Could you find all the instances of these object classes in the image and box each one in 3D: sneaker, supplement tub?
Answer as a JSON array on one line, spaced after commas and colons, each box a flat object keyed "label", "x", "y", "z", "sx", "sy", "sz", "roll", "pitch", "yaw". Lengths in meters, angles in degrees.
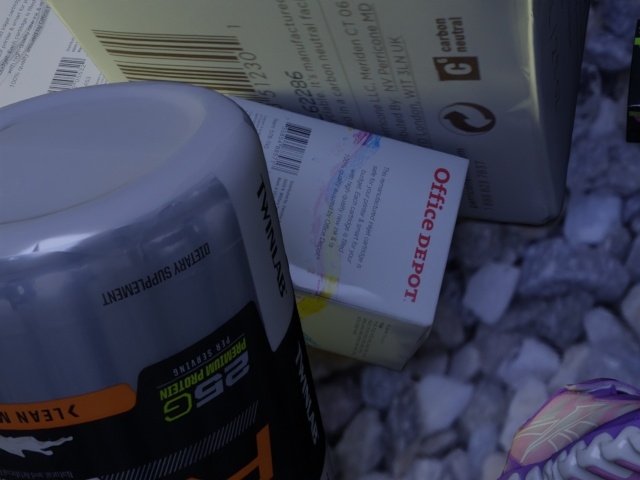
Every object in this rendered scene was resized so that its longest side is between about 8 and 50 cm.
[{"label": "sneaker", "x": 0.173, "y": 0.119, "z": 0.502, "sx": 0.095, "sy": 0.236, "sz": 0.104, "roll": 32, "pitch": 55, "yaw": -5}, {"label": "supplement tub", "x": -0.099, "y": 0.089, "z": 0.482, "sx": 0.194, "sy": 0.315, "sz": 0.193, "roll": -9, "pitch": 31, "yaw": 5}]

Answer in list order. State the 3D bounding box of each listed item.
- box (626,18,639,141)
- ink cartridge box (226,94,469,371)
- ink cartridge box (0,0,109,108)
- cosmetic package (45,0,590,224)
[{"label": "box", "x": 0.272, "y": -0.123, "z": 0.674, "sx": 0.062, "sy": 0.052, "sz": 0.083, "roll": 6, "pitch": 67, "yaw": 20}, {"label": "ink cartridge box", "x": 0.000, "y": 0.000, "z": 0.622, "sx": 0.176, "sy": 0.127, "sz": 0.128, "roll": 16, "pitch": 67, "yaw": 3}, {"label": "ink cartridge box", "x": -0.236, "y": -0.159, "z": 0.813, "sx": 0.237, "sy": 0.100, "sz": 0.171, "roll": 8, "pitch": 67, "yaw": 19}, {"label": "cosmetic package", "x": 0.036, "y": -0.269, "z": 0.657, "sx": 0.328, "sy": 0.329, "sz": 0.393, "roll": 6, "pitch": 67, "yaw": 20}]
